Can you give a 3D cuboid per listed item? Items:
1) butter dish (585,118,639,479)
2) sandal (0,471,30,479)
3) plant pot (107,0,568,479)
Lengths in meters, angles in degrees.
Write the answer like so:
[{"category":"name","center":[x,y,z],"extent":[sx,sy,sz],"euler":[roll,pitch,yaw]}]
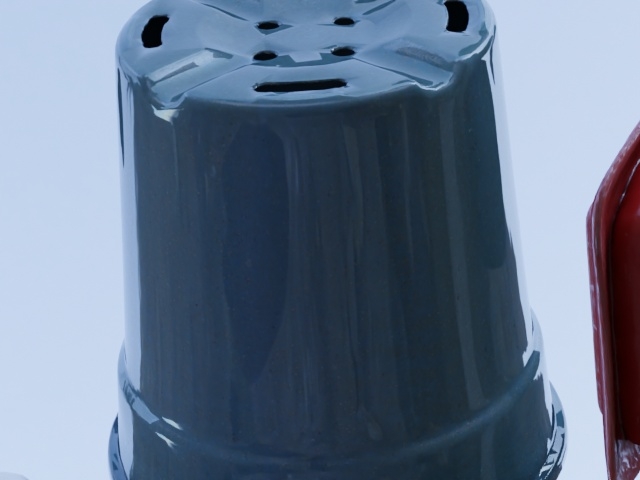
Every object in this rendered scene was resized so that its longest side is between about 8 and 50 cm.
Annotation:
[{"category":"butter dish","center":[0.185,0.014,0.774],"extent":[0.118,0.160,0.160],"euler":[9,-55,25]},{"category":"sandal","center":[-0.123,0.260,0.483],"extent":[0.102,0.416,0.169],"euler":[8,-37,-19]},{"category":"plant pot","center":[0.000,0.000,1.285],"extent":[0.341,0.341,0.334],"euler":[-8,-61,-5]}]
